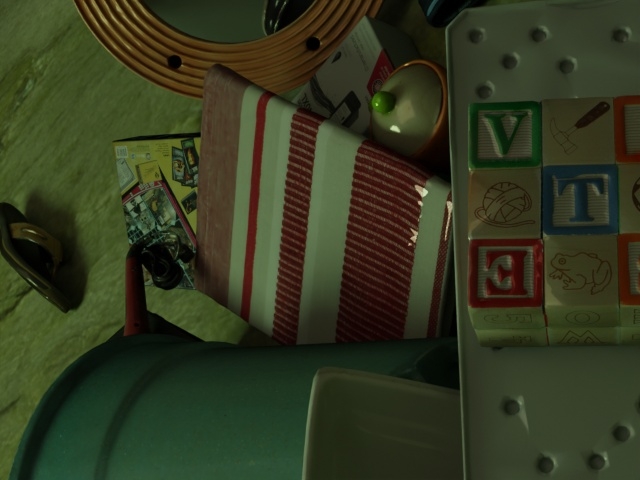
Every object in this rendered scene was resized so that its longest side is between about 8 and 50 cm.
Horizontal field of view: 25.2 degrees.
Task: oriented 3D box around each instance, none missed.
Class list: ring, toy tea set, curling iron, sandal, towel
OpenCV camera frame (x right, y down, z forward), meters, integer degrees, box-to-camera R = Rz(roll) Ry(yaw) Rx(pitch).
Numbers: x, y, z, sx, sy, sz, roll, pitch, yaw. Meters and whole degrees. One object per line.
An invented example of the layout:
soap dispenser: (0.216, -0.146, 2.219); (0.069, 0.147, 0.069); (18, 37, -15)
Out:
ring: (-0.090, -0.302, 1.390); (0.336, 0.336, 0.032); (-62, 1, 14)
toy tea set: (0.159, -0.095, 1.164); (0.336, 0.124, 0.200); (-30, 56, 40)
curling iron: (-0.160, 0.088, 1.338); (0.068, 0.035, 0.274); (-23, 39, 20)
sandal: (-0.354, 0.009, 1.785); (0.060, 0.090, 0.219); (-42, 38, 3)
towel: (0.000, 0.000, 1.291); (0.329, 0.037, 0.237); (30, 126, 40)

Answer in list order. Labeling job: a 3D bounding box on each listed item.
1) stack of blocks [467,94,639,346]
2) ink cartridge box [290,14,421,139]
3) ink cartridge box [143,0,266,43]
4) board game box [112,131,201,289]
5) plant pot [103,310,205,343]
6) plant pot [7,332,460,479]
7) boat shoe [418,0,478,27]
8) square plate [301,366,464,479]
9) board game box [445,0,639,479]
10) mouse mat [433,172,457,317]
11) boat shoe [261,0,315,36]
stack of blocks: (0.237, -0.031, 0.840); (0.297, 0.087, 0.171); (-2, 70, 11)
ink cartridge box: (0.035, -0.121, 1.374); (0.150, 0.063, 0.109); (-47, 46, 28)
ink cartridge box: (-0.162, -0.338, 1.573); (0.270, 0.197, 0.198); (40, 108, 47)
board game box: (-0.123, -0.030, 1.497); (0.243, 0.042, 0.165); (3, 103, 49)
plant pot: (-0.138, 0.179, 1.396); (0.187, 0.188, 0.167); (25, 83, 51)
plant pot: (-0.009, 0.220, 1.130); (0.334, 0.341, 0.341); (-13, 68, 37)
boat shoe: (0.177, -0.259, 1.248); (0.258, 0.109, 0.089); (-31, 61, 59)
square plate: (0.123, 0.279, 0.932); (0.049, 0.344, 0.347); (-16, 65, 64)
board game box: (0.280, 0.021, 0.888); (0.390, 0.050, 0.390); (-4, 70, 10)
mouse mat: (0.127, -0.010, 1.275); (0.190, 0.007, 0.152); (-29, 57, 39)
boat shoe: (0.017, -0.268, 1.439); (0.206, 0.075, 0.065); (-47, 46, 21)
